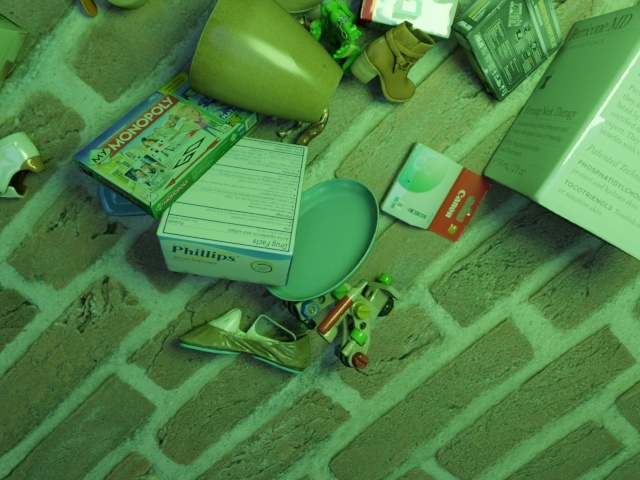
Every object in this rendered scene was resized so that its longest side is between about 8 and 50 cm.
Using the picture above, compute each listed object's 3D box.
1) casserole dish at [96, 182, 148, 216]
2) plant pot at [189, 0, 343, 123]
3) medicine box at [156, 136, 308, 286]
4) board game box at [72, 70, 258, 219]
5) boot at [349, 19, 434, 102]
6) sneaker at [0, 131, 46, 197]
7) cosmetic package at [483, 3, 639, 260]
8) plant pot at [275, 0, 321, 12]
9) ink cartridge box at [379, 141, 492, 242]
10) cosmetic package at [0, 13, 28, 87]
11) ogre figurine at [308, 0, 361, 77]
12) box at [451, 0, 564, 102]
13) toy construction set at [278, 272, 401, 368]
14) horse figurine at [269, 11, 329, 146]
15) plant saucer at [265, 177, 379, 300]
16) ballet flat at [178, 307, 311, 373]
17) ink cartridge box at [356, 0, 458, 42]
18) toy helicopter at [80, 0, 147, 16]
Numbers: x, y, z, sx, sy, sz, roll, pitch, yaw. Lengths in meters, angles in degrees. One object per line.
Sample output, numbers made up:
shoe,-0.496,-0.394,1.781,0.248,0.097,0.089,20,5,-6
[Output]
casserole dish,-0.452,-0.112,1.207,0.188,0.037,0.114,-4,107,0
plant pot,-0.093,-0.344,0.997,0.254,0.237,0.237,28,105,-8
medicine box,-0.177,-0.073,1.079,0.263,0.289,0.149,9,149,-4
board game box,-0.310,-0.210,1.032,0.213,0.046,0.317,30,62,15
boot,0.178,-0.369,1.046,0.152,0.197,0.073,-30,64,41
sneaker,-0.776,-0.126,1.163,0.290,0.106,0.123,-31,102,7
cosmetic package,0.619,-0.210,1.030,0.327,0.329,0.394,27,104,-8
plant pot,-0.055,-0.601,1.049,0.236,0.032,0.236,1,101,6
ink cartridge box,0.282,-0.108,1.204,0.224,0.056,0.181,26,105,-6
cosmetic package,-0.789,-0.369,1.078,0.153,0.129,0.296,35,103,-12
ogre figurine,0.039,-0.428,1.046,0.096,0.197,0.118,-30,84,19
box,0.395,-0.428,1.040,0.183,0.056,0.231,-45,140,12
toy construction set,0.073,0.138,1.160,0.257,0.309,0.237,42,77,3
horse figurine,-0.052,-0.343,1.123,0.174,0.066,0.263,-23,100,10
plant saucer,0.000,0.000,1.123,0.317,0.318,0.043,-39,132,11
ballet flat,-0.184,0.246,1.288,0.342,0.116,0.124,14,86,-5
ink cartridge box,0.153,-0.481,1.046,0.231,0.134,0.078,12,107,-3
toy helicopter,-0.469,-0.634,1.020,0.235,0.140,0.355,-33,94,18
